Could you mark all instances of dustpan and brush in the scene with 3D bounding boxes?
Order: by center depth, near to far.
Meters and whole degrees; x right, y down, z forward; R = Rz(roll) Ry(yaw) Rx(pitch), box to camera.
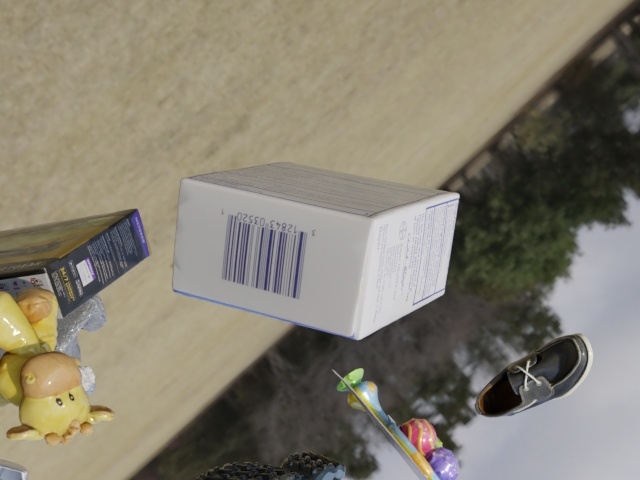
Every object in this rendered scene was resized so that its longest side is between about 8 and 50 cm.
[{"bbox_3d":[-0.535,0.389,1.870,0.211,0.147,0.060,81,22,-80],"label":"dustpan and brush"}]

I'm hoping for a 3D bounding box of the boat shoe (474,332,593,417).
[{"bbox_3d":[0.336,0.220,1.794,0.079,0.084,0.233,-2,152,-39],"label":"boat shoe"}]

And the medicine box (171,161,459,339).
[{"bbox_3d":[0.000,0.000,1.448,0.289,0.263,0.149,-16,116,-62],"label":"medicine box"}]

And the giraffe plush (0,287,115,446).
[{"bbox_3d":[-0.355,0.181,1.414,0.181,0.210,0.170,-36,-142,-21],"label":"giraffe plush"}]

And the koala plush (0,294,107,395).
[{"bbox_3d":[-0.486,0.187,1.991,0.221,0.196,0.203,87,28,-62],"label":"koala plush"}]

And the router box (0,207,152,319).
[{"bbox_3d":[-0.442,0.047,1.672,0.308,0.081,0.243,-8,-163,26],"label":"router box"}]

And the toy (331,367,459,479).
[{"bbox_3d":[0.115,0.246,1.395,0.056,0.237,0.137,-43,156,-6],"label":"toy"}]

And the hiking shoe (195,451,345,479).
[{"bbox_3d":[-0.072,0.402,1.699,0.113,0.132,0.304,9,-176,43],"label":"hiking shoe"}]
